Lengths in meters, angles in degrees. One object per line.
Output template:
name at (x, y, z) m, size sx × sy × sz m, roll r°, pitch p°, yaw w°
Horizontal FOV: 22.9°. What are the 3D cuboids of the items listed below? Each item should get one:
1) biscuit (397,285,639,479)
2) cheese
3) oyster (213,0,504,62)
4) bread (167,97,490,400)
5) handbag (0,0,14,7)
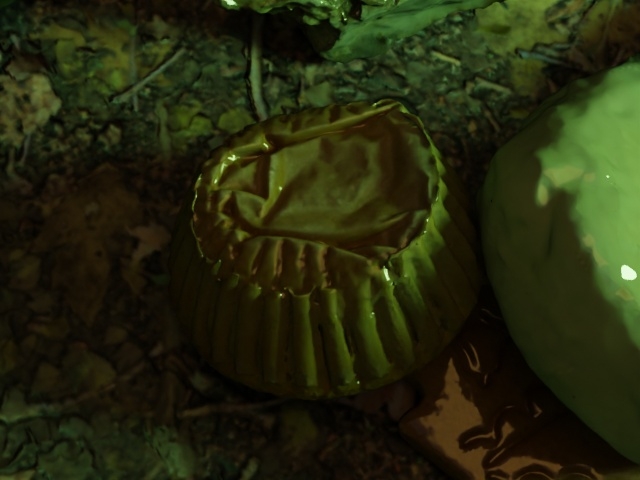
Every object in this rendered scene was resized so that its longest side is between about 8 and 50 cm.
biscuit at (0.174, 0.122, 1.185) m, size 0.284 × 0.043 × 0.306 m, roll -5°, pitch 70°, yaw -10°
cheese at (0.264, 0.008, 1.143) m, size 0.318 × 0.115 × 0.326 m, roll 39°, pitch 45°, yaw -7°
oyster at (0.065, -0.231, 1.270) m, size 0.341 × 0.110 × 0.166 m, roll -31°, pitch 82°, yaw -20°
bread at (-0.002, 0.002, 1.135) m, size 0.240 × 0.139 × 0.240 m, roll -6°, pitch 59°, yaw 11°
handbag at (-0.282, -0.204, 1.239) m, size 0.111 × 0.047 × 0.072 m, roll -21°, pitch 79°, yaw -15°
